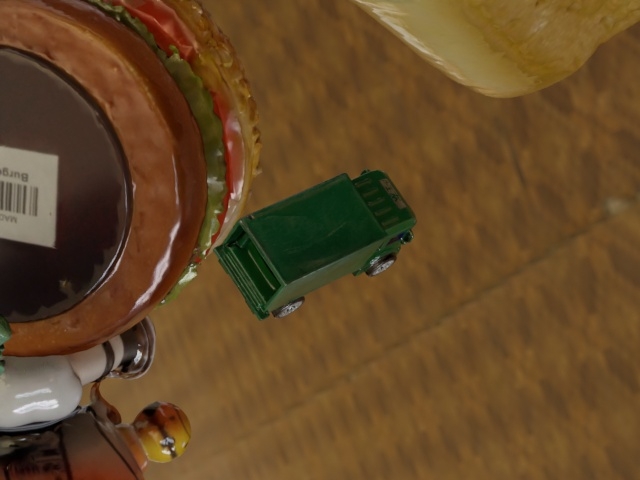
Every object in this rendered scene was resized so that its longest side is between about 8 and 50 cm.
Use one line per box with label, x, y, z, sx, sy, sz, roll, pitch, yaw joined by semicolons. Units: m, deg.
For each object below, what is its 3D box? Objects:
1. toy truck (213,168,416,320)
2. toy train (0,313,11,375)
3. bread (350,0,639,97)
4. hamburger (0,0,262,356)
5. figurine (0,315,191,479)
toy truck;0.000;0.000;1.342;0.065;0.147;0.079;56;143;13
toy train;-0.304;0.104;1.349;0.071;0.170;0.111;59;-167;9
bread;0.185;-0.281;1.337;0.394;0.361;0.250;22;-133;-60
hamburger;-0.217;-0.079;1.561;0.250;0.330;0.330;-52;-49;-67
figurine;-0.266;0.229;1.726;0.196;0.320;0.323;-134;37;-65
